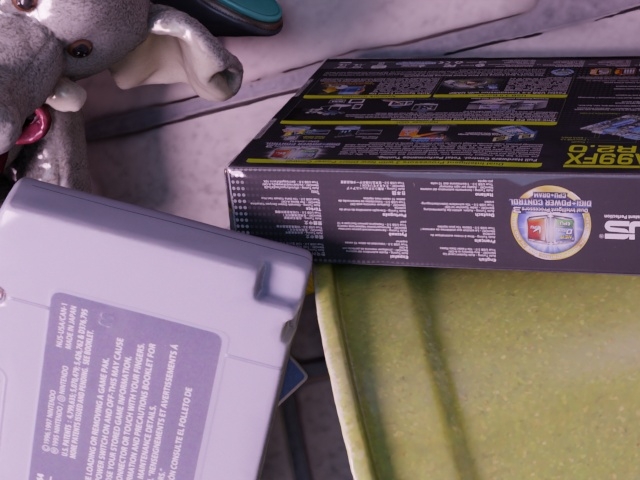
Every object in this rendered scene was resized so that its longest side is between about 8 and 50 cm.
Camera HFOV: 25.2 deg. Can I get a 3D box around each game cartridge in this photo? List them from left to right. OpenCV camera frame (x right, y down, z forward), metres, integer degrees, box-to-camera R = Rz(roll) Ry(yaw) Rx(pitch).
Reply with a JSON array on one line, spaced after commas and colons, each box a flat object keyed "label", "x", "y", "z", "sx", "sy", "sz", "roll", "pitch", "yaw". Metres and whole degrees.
[{"label": "game cartridge", "x": -0.126, "y": 0.106, "z": 0.847, "sx": 0.196, "sy": 0.060, "sz": 0.294, "roll": 13, "pitch": 122, "yaw": -2}]

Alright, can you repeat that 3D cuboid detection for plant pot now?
[{"label": "plant pot", "x": 0.154, "y": 0.103, "z": 0.840, "sx": 0.254, "sy": 0.276, "sz": 0.276, "roll": -15, "pitch": 87, "yaw": 6}]

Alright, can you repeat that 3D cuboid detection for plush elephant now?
[{"label": "plush elephant", "x": -0.205, "y": -0.107, "z": 0.883, "sx": 0.255, "sy": 0.272, "sz": 0.330, "roll": -22, "pitch": 40, "yaw": 49}]

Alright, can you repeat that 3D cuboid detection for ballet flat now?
[{"label": "ballet flat", "x": -0.117, "y": -0.185, "z": 1.000, "sx": 0.203, "sy": 0.074, "sz": 0.074, "roll": 37, "pitch": 101, "yaw": 9}]

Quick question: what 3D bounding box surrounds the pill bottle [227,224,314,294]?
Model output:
[{"label": "pill bottle", "x": 0.000, "y": 0.000, "z": 0.967, "sx": 0.116, "sy": 0.065, "sz": 0.065, "roll": -19, "pitch": 86, "yaw": 15}]

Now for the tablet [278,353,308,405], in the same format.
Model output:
[{"label": "tablet", "x": -0.054, "y": 0.103, "z": 1.016, "sx": 0.083, "sy": 0.006, "sz": 0.054, "roll": -43, "pitch": 80, "yaw": 12}]

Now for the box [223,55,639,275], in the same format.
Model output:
[{"label": "box", "x": 0.105, "y": -0.052, "z": 0.854, "sx": 0.270, "sy": 0.216, "sz": 0.060, "roll": 1, "pitch": 114, "yaw": 16}]
